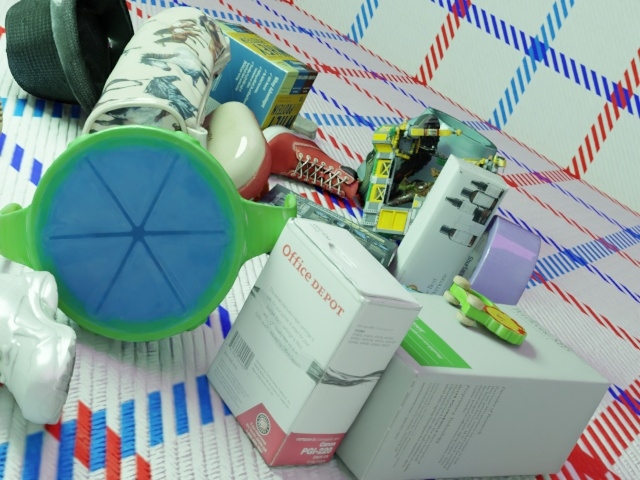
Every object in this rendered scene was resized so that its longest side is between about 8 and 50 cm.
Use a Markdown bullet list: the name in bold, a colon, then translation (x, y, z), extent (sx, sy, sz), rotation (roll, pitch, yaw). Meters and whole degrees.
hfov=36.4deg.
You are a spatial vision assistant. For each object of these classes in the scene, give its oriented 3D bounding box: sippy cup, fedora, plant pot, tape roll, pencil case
- **sippy cup**: translation (-0.197, -0.019, 1.133), extent (0.305, 0.240, 0.224), rotation (33, 6, -5)
- **fedora**: translation (-0.421, -0.323, 1.616), extent (0.153, 0.334, 0.334), rotation (-5, 18, 8)
- **plant pot**: translation (0.252, -0.158, 2.058), extent (0.293, 0.196, 0.293), rotation (28, 17, -9)
- **tape roll**: translation (0.278, 0.058, 1.589), extent (0.080, 0.189, 0.189), rotation (27, 20, -2)
- **pencil case**: translation (-0.248, -0.243, 1.583), extent (0.184, 0.160, 0.410), rotation (12, 34, -4)

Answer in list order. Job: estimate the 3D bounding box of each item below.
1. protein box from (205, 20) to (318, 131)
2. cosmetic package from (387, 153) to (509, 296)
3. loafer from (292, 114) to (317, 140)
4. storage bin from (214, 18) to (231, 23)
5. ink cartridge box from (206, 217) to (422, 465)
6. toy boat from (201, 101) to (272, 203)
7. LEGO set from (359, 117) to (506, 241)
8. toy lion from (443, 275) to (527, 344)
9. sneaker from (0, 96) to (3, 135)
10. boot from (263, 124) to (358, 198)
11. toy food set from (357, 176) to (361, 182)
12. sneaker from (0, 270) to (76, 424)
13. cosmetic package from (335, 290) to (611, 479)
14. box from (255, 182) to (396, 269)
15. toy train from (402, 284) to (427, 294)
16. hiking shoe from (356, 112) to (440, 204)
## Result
- **protein box**: translation (-0.152, -0.286, 1.874), extent (0.201, 0.199, 0.136), rotation (34, 21, 16)
- **cosmetic package**: translation (0.203, -0.012, 1.590), extent (0.099, 0.239, 0.060), rotation (22, 21, -14)
- **loafer**: translation (-0.060, -0.265, 2.196), extent (0.125, 0.039, 0.045), rotation (34, 53, 25)
- **storage bin**: translation (-0.231, -0.490, 2.444), extent (0.098, 0.091, 0.135), rotation (7, 29, -45)
- **ink cartridge box**: translation (-0.012, 0.108, 1.043), extent (0.092, 0.218, 0.158), rotation (9, 27, -42)
- **toy boat**: translation (-0.139, -0.118, 1.610), extent (0.151, 0.151, 0.231), rotation (50, 7, -30)
- **LEGO set**: translation (0.241, -0.079, 1.781), extent (0.331, 0.255, 0.192), rotation (27, -11, -36)
- **toy lion**: translation (0.208, 0.091, 1.202), extent (0.096, 0.034, 0.100), rotation (27, 15, -16)
- **sneaker**: translation (-0.561, -0.226, 1.377), extent (0.282, 0.153, 0.099), rotation (63, 25, 8)
- **boot**: translation (-0.021, -0.138, 1.851), extent (0.176, 0.088, 0.244), rotation (36, 18, 19)
- **toy food set**: translation (0.066, -0.124, 2.025), extent (0.078, 0.019, 0.122), rotation (40, 15, 30)
- **sneaker**: translation (-0.300, 0.099, 0.915), extent (0.115, 0.090, 0.232), rotation (8, 17, -28)
- **cosmetic package**: translation (0.156, 0.175, 1.192), extent (0.366, 0.155, 0.197), rotation (8, 24, -41)
- **box**: translation (0.000, 0.000, 1.565), extent (0.233, 0.059, 0.183), rotation (27, 20, 2)
- **toy train**: translation (0.099, 0.100, 1.427), extent (0.184, 0.080, 0.105), rotation (21, 11, -12)
- **hiking shoe**: translation (0.141, -0.166, 1.916), extent (0.114, 0.227, 0.086), rotation (42, 9, 39)
